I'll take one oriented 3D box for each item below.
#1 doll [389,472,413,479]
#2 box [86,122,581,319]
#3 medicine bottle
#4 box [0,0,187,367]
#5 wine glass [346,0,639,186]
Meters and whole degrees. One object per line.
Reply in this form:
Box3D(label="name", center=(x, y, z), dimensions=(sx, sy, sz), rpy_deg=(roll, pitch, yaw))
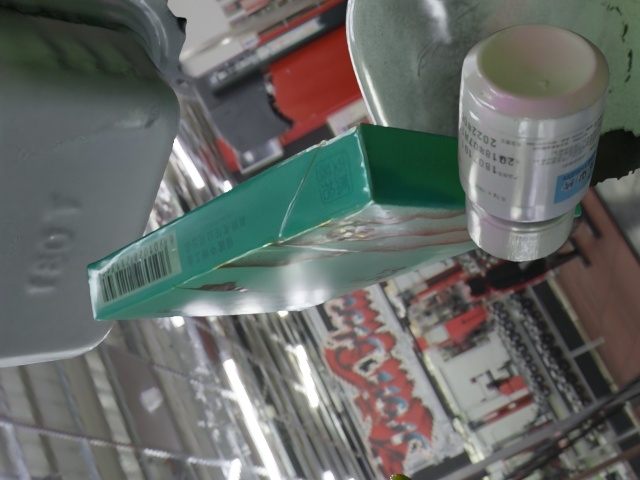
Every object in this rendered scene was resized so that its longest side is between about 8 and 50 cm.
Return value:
Box3D(label="doll", center=(0.078, 0.290, 0.501), dimensions=(0.316, 0.145, 0.103), rpy_deg=(53, -177, 1))
Box3D(label="box", center=(0.000, 0.000, 0.492), dimensions=(0.161, 0.226, 0.042), rpy_deg=(0, -106, -44))
Box3D(label="medicine bottle", center=(0.080, -0.035, 0.351), dimensions=(0.089, 0.052, 0.052), rpy_deg=(81, 168, -51))
Box3D(label="box", center=(-0.218, -0.029, 0.664), dimensions=(0.264, 0.336, 0.106), rpy_deg=(-2, -148, -46))
Box3D(label="wine glass", center=(0.120, -0.193, 0.642), dimensions=(0.238, 0.238, 0.322), rpy_deg=(48, -146, -73))
